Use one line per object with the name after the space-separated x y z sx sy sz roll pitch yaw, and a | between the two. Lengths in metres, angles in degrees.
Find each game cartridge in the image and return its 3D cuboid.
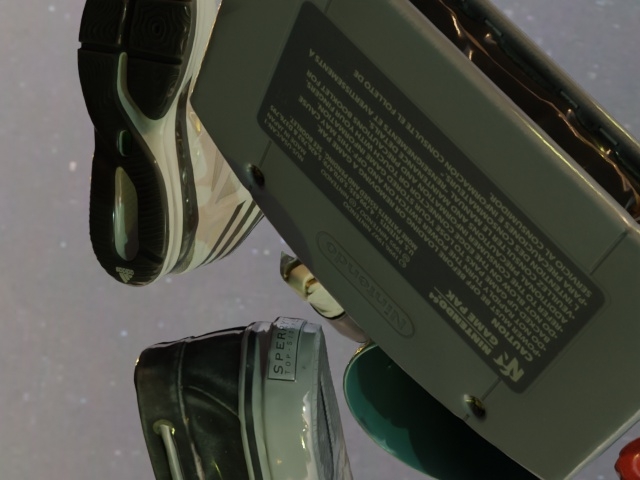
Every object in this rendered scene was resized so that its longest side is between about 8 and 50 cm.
0.058 -0.024 0.640 0.297 0.062 0.198 47 -32 14 | game cartridge

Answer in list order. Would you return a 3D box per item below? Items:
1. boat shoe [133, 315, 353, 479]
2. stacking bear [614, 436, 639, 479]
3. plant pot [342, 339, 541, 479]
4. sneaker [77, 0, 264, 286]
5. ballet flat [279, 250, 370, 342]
-0.043 0.177 0.797 0.121 0.119 0.335 -75 164 -54 | boat shoe
0.411 0.321 1.233 0.175 0.164 0.289 -116 -178 -54 | stacking bear
0.203 0.131 1.576 0.293 0.293 0.235 -35 -158 48 | plant pot
-0.157 -0.179 1.596 0.169 0.257 0.447 13 -76 32 | sneaker
0.000 0.000 1.372 0.095 0.096 0.280 22 -52 44 | ballet flat
